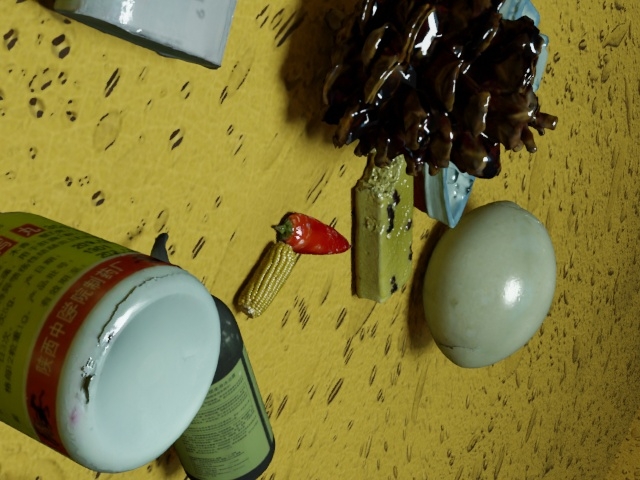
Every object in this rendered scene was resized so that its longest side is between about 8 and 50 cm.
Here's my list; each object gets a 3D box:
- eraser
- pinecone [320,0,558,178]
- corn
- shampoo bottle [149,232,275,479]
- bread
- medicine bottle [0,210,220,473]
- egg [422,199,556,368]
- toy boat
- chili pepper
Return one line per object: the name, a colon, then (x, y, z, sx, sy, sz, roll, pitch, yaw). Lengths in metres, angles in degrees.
eraser: (-0.114, -0.266, 0.752, 0.174, 0.081, 0.226, 7, 98, -62)
pinecone: (0.121, -0.182, 1.002, 0.243, 0.257, 0.243, 7, 90, -69)
corn: (-0.058, 0.044, 1.035, 0.092, 0.037, 0.037, -56, 145, -24)
shampoo bottle: (-0.118, 0.124, 0.915, 0.101, 0.101, 0.283, -48, 141, -35)
bread: (0.082, -0.036, 1.204, 0.088, 0.049, 0.226, -35, 132, -46)
medicine bottle: (-0.191, 0.057, 0.646, 0.139, 0.225, 0.139, -31, 130, -47)
egg: (0.245, 0.065, 1.380, 0.186, 0.187, 0.253, 27, 79, -59)
toy boat: (0.207, -0.179, 1.253, 0.145, 0.133, 0.331, 27, 82, -60)
chili pepper: (0.000, 0.000, 1.114, 0.178, 0.027, 0.045, 19, 87, -61)
